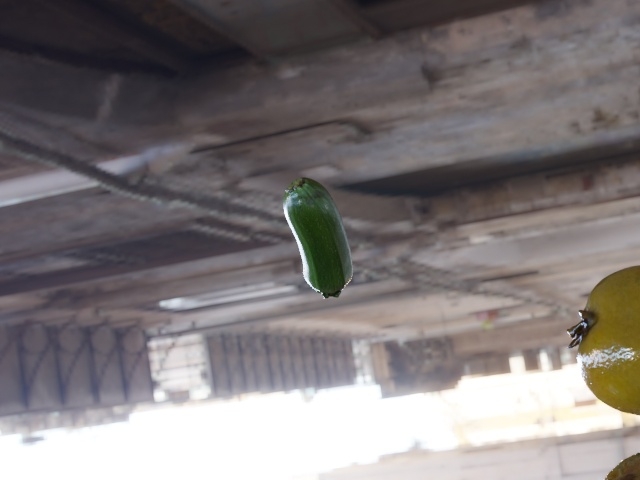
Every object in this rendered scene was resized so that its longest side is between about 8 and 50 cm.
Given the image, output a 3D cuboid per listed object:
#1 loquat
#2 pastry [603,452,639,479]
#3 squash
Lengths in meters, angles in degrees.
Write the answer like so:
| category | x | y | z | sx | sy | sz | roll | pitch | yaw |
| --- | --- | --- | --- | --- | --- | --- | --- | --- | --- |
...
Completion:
| category | x | y | z | sx | sy | sz | roll | pitch | yaw |
| --- | --- | --- | --- | --- | --- | --- | --- | --- | --- |
| loquat | 0.447 | 0.138 | 1.694 | 0.208 | 0.208 | 0.208 | -11 | -90 | -72 |
| pastry | 0.326 | 0.275 | 1.244 | 0.081 | 0.153 | 0.153 | 42 | -151 | -12 |
| squash | 0.000 | 0.000 | 1.718 | 0.068 | 0.077 | 0.219 | -87 | -12 | -45 |
